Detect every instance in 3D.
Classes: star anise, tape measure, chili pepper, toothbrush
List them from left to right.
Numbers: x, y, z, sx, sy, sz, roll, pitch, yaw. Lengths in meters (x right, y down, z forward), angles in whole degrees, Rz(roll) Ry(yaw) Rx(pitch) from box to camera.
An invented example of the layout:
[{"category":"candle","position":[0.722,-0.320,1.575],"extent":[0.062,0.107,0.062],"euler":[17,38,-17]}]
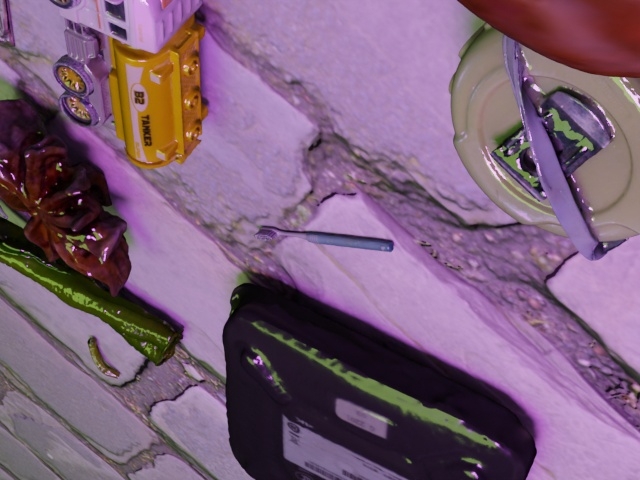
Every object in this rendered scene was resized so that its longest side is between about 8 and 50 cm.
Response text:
[{"category":"chili pepper","position":[-0.336,0.049,1.320],"extent":[0.359,0.076,0.085],"euler":[28,149,1]},{"category":"star anise","position":[-0.287,-0.051,1.151],"extent":[0.214,0.099,0.220],"euler":[40,155,26]},{"category":"chili pepper","position":[-0.316,0.170,1.516],"extent":[0.030,0.017,0.083],"euler":[12,138,34]},{"category":"toothbrush","position":[0.000,0.000,0.993],"extent":[0.167,0.014,0.011],"euler":[7,127,40]},{"category":"tape measure","position":[0.164,-0.074,0.652],"extent":[0.200,0.106,0.175],"euler":[47,144,-9]}]

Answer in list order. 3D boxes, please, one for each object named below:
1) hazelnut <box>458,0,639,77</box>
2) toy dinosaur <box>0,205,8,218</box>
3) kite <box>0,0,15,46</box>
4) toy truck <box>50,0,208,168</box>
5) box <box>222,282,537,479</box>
[{"category":"hazelnut","position":[0.125,-0.242,0.296],"extent":[0.359,0.359,0.409],"euler":[12,148,36]},{"category":"toy dinosaur","position":[-0.483,-0.097,1.323],"extent":[0.242,0.053,0.167],"euler":[40,149,-3]},{"category":"kite","position":[-0.389,-0.274,0.996],"extent":[0.323,0.013,0.268],"euler":[-11,136,35]},{"category":"toy truck","position":[-0.150,-0.162,0.870],"extent":[0.114,0.098,0.227],"euler":[27,148,12]},{"category":"box","position":[0.046,0.223,1.151],"extent":[0.359,0.091,0.350],"euler":[24,145,18]}]
